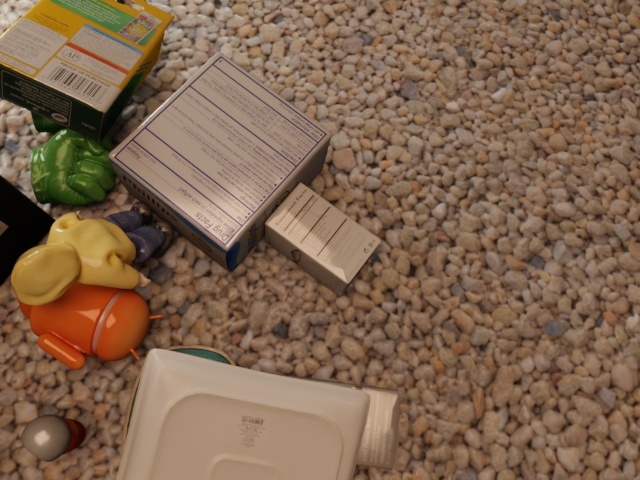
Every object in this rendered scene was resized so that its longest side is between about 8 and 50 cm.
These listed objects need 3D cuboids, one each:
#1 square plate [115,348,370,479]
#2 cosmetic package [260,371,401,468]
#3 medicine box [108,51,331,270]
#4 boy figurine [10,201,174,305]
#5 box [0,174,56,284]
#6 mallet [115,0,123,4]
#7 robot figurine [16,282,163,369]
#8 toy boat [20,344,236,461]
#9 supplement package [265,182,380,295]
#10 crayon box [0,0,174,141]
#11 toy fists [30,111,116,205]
[{"bbox_3d":[-0.119,0.360,0.803,0.348,0.049,0.343,14,83,-10],"label":"square plate"},{"bbox_3d":[0.002,0.293,0.920,0.238,0.107,0.127,7,75,-6],"label":"cosmetic package"},{"bbox_3d":[-0.173,-0.142,1.016,0.264,0.149,0.289,38,73,7],"label":"medicine box"},{"bbox_3d":[-0.353,0.023,0.888,0.177,0.092,0.285,38,28,6],"label":"boy figurine"},{"bbox_3d":[-0.643,-0.101,0.858,0.313,0.343,0.178,34,74,5],"label":"box"},{"bbox_3d":[-0.438,-0.457,1.155,0.063,0.039,0.189,1,68,-9],"label":"mallet"},{"bbox_3d":[-0.382,0.124,0.924,0.220,0.158,0.128,20,100,1],"label":"robot figurine"},{"bbox_3d":[-0.278,0.299,0.867,0.319,0.148,0.267,-2,73,-6],"label":"toy boat"},{"bbox_3d":[0.000,0.000,1.010,0.179,0.105,0.105,36,73,7],"label":"supplement package"},{"bbox_3d":[-0.422,-0.344,1.013,0.203,0.083,0.322,24,49,-11],"label":"crayon box"},{"bbox_3d":[-0.456,-0.198,1.037,0.143,0.096,0.278,-7,72,-12],"label":"toy fists"}]
